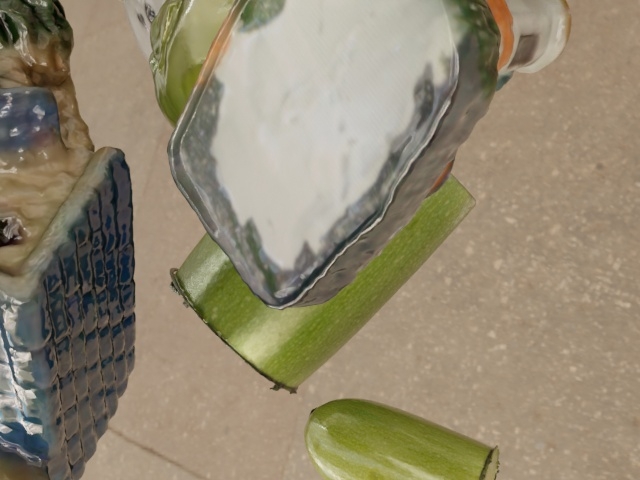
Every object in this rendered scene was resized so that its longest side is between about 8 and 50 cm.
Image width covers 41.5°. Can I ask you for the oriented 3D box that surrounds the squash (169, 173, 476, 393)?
[{"bbox_3d":[0.000,0.000,1.184,0.384,0.263,0.263,-47,41,5],"label":"squash"}]

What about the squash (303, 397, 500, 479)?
[{"bbox_3d":[0.086,0.273,1.034,0.247,0.132,0.132,16,87,23],"label":"squash"}]

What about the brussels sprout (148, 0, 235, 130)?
[{"bbox_3d":[-0.015,-0.201,0.878,0.316,0.274,0.242,-46,5,4],"label":"brussels sprout"}]

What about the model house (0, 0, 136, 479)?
[{"bbox_3d":[-0.385,0.046,0.756,0.400,0.446,0.395,59,149,33],"label":"model house"}]

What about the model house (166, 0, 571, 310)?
[{"bbox_3d":[0.072,-0.114,0.650,0.190,0.301,0.271,49,130,18],"label":"model house"}]

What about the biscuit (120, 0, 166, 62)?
[{"bbox_3d":[-0.245,-0.338,1.222,0.181,0.049,0.208,53,156,23],"label":"biscuit"}]
